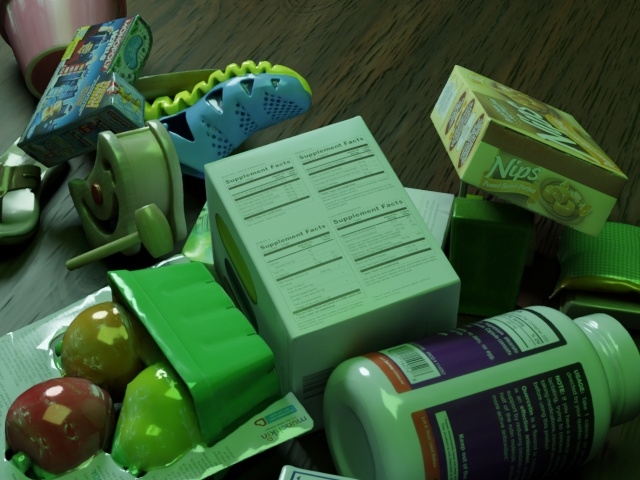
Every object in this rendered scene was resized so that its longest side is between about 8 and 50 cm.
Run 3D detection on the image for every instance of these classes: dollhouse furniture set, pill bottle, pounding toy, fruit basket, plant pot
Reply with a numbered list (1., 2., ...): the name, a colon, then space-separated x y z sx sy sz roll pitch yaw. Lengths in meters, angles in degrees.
1. dollhouse furniture set: 0.316 -0.007 1.793 0.301 0.151 0.198 8 37 6
2. pill bottle: 0.177 0.177 1.513 0.322 0.182 0.181 -14 40 -22
3. pounding toy: -0.262 -0.056 1.753 0.154 0.154 0.269 -17 9 -27
4. fruit basket: -0.231 0.182 1.539 0.353 0.165 0.327 -30 45 -14
5. plant pot: -0.249 -0.208 2.041 0.236 0.032 0.236 -9 2 0
6. plant pot: -0.384 -0.308 2.137 0.201 0.201 0.180 -5 53 -11

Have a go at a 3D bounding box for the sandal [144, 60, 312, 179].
1. sandal: -0.154 -0.140 1.921 0.317 0.126 0.138 -18 62 19

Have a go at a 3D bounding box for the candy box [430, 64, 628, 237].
1. candy box: 0.251 -0.119 1.785 0.182 0.088 0.316 22 17 -9

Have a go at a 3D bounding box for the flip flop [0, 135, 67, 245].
1. flip flop: -0.411 -0.083 1.907 0.112 0.080 0.277 9 37 8

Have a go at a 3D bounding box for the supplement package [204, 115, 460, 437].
1. supplement package: 0.009 0.039 1.614 0.198 0.199 0.263 -19 53 -14

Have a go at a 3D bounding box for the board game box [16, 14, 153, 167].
1. board game box: -0.283 -0.194 1.852 0.194 0.060 0.194 0 60 48

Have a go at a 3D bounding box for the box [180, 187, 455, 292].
1. box: 0.000 0.000 1.843 0.321 0.059 0.232 8 37 9

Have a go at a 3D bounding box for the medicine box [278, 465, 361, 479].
1. medicine box: 0.057 0.370 1.272 0.263 0.149 0.289 10 38 9
